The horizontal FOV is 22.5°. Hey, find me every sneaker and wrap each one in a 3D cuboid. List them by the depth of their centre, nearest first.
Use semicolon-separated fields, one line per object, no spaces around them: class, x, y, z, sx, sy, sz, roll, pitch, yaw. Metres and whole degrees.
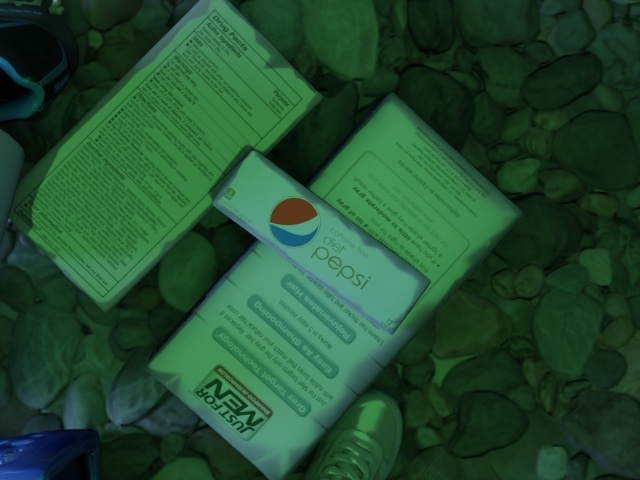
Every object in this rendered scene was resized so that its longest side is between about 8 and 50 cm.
sneaker;-0.416;-0.169;1.578;0.341;0.140;0.125;-5;119;3
sneaker;0.019;0.261;1.679;0.087;0.092;0.229;29;90;-4

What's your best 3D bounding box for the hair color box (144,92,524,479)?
hair color box;0.012;0.048;1.653;0.185;0.113;0.374;42;90;-5

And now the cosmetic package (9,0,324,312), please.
cosmetic package;-0.162;-0.092;1.632;0.309;0.113;0.160;-44;96;-1

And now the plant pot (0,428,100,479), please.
plant pot;-0.343;0.316;1.595;0.212;0.236;0.236;0;94;3

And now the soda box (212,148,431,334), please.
soda box;0.000;0.000;1.556;0.216;0.074;0.069;36;91;-4

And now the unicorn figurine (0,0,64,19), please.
unicorn figurine;-0.334;-0.264;1.632;0.111;0.060;0.162;-25;101;9

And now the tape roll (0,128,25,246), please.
tape roll;-0.424;-0.071;1.487;0.286;0.286;0.100;14;78;-5
